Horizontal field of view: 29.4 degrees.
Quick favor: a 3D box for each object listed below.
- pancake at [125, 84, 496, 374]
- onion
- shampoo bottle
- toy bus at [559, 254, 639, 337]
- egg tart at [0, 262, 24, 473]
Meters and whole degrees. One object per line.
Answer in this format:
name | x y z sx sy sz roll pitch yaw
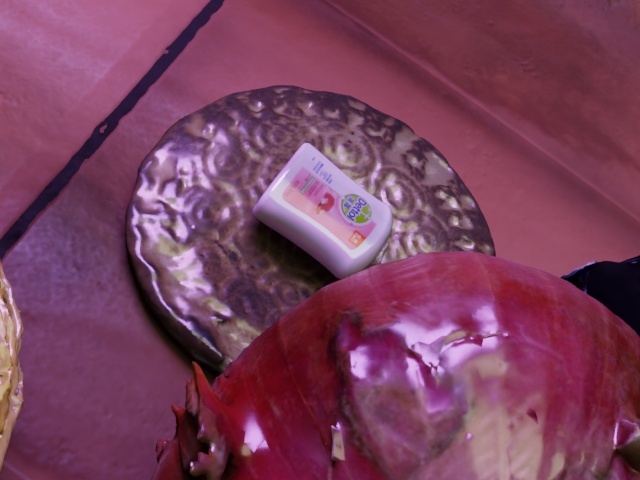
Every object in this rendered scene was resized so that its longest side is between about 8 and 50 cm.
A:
pancake | 0.000 0.000 0.931 0.286 0.033 0.288 37 55 -3
onion | 0.060 0.175 0.690 0.353 0.353 0.354 11 59 -18
shampoo bottle | 0.008 -0.017 0.896 0.099 0.043 0.072 38 56 -1
toy bus | 0.271 0.073 0.937 0.302 0.147 0.127 -16 70 -32
egg tart | -0.313 0.082 0.695 0.295 0.116 0.295 11 61 -20
